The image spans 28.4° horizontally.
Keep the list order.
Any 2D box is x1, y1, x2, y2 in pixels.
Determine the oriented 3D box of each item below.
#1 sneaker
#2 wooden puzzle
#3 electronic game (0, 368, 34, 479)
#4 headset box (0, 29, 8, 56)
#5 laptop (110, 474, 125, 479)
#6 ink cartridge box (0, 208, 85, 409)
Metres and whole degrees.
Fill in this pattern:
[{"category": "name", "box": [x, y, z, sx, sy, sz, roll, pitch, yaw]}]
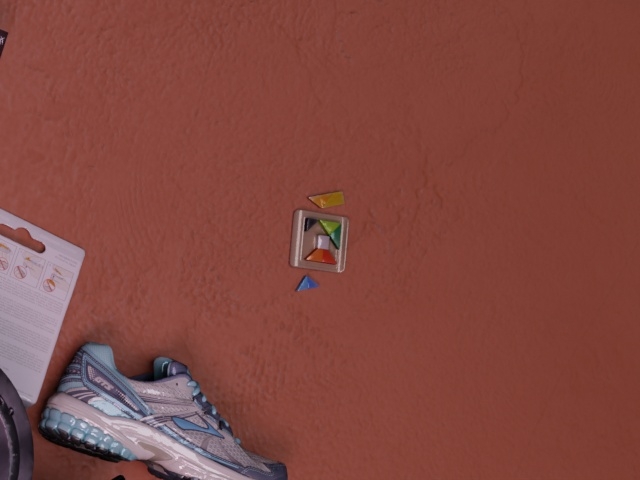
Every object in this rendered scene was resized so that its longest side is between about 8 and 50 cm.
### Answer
[{"category": "sneaker", "box": [-0.144, 0.190, 1.324, 0.283, 0.110, 0.122, 26, 72, -28]}, {"category": "wooden puzzle", "box": [0.000, 0.000, 1.471, 0.078, 0.014, 0.116, 0, 88, -31]}, {"category": "electronic game", "box": [-0.352, 0.188, 1.074, 0.229, 0.048, 0.229, 6, 80, -36]}, {"category": "headset box", "box": [-0.357, -0.201, 1.236, 0.083, 0.062, 0.032, 20, 78, -30]}, {"category": "laptop", "box": [-0.244, 0.389, 1.152, 0.234, 0.136, 0.264, -26, 94, -49]}, {"category": "ink cartridge box", "box": [-0.330, 0.062, 1.267, 0.145, 0.045, 0.179, 29, 56, -26]}]
